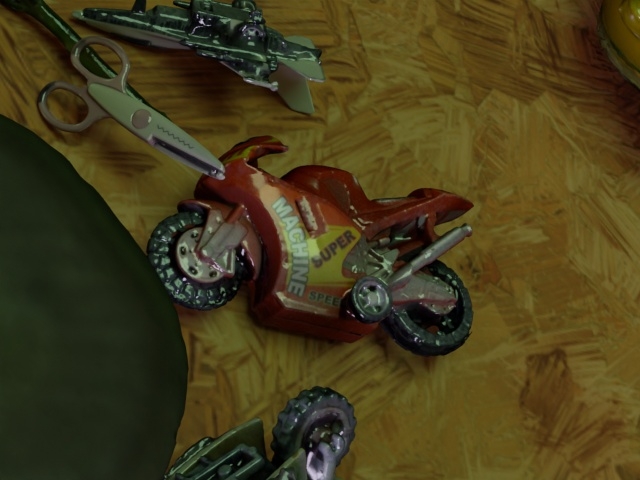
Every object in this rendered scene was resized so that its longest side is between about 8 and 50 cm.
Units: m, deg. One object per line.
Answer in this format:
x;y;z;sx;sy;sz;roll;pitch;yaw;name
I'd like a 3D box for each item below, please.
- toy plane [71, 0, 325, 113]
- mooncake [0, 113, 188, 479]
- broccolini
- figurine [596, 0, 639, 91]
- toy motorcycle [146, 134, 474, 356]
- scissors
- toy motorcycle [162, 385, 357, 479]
-0.092;-0.181;1.490;0.234;0.082;0.160;21;26;-21;toy plane
-0.272;0.087;1.133;0.356;0.194;0.356;18;54;-26;mooncake
-0.219;-0.175;1.445;0.254;0.071;0.057;46;12;-8;broccolini
0.439;-0.210;1.742;0.340;0.231;0.324;27;49;-22;figurine
-0.001;0.002;1.421;0.298;0.089;0.171;12;57;-25;toy motorcycle
-0.145;-0.096;1.383;0.176;0.022;0.085;33;82;21;scissors
-0.056;0.206;1.248;0.229;0.130;0.094;-33;41;-26;toy motorcycle
